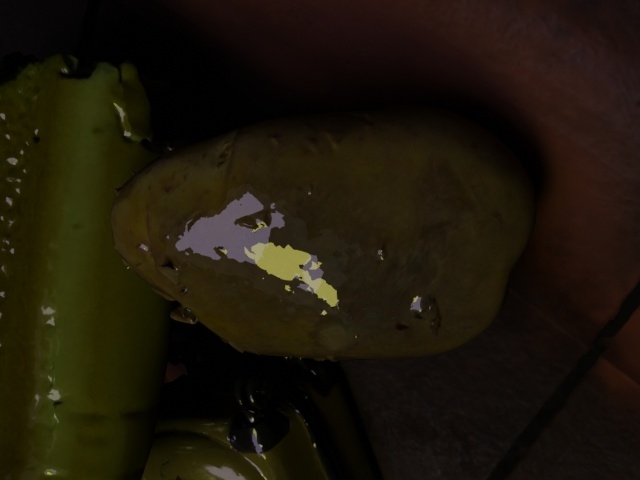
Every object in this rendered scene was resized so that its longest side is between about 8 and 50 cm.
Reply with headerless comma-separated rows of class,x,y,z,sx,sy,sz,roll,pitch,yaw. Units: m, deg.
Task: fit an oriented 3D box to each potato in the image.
potato,0.000,0.000,0.845,0.296,0.141,0.192,1,123,6

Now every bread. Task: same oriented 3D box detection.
bread,-0.232,0.053,0.974,0.251,0.208,0.377,6,83,19

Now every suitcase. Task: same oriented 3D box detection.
suitcase,-0.062,0.210,1.061,0.194,0.143,0.235,-7,111,39

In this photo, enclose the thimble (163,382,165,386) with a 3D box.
thimble,-0.290,0.175,1.210,0.270,0.150,0.271,18,124,29
